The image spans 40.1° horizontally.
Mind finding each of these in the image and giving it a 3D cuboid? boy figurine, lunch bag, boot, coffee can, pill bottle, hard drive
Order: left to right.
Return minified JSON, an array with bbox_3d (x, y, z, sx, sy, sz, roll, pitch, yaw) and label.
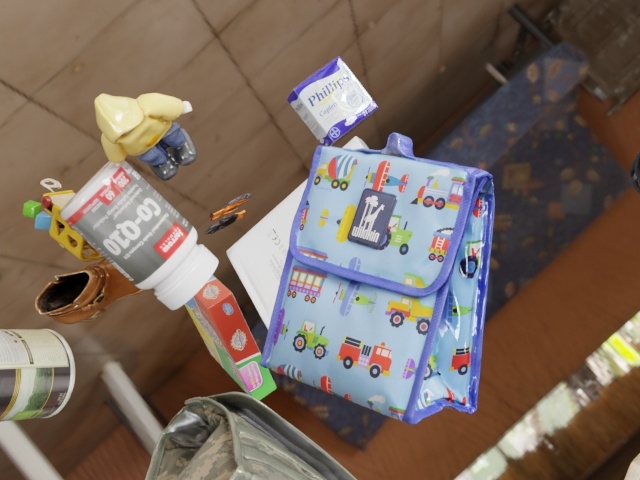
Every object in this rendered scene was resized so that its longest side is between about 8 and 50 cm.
[{"bbox_3d":[-0.691,0.285,1.852,0.201,0.201,0.275,-46,154,19],"label":"coffee can"},{"bbox_3d":[-0.441,0.064,1.783,0.283,0.109,0.220,-35,170,0],"label":"boot"},{"bbox_3d":[-0.340,-0.010,1.678,0.161,0.283,0.161,-41,-164,15],"label":"pill bottle"},{"bbox_3d":[-0.309,-0.196,1.558,0.177,0.092,0.285,-34,167,2],"label":"boy figurine"},{"bbox_3d":[-0.049,0.277,0.857,0.169,0.235,0.287,-47,-166,0],"label":"lunch bag"},{"bbox_3d":[0.000,0.000,1.671,0.353,0.233,0.047,-41,150,16],"label":"hard drive"},{"bbox_3d":[0.075,0.028,0.986,0.138,0.221,0.293,4,97,-49],"label":"lunch bag"}]

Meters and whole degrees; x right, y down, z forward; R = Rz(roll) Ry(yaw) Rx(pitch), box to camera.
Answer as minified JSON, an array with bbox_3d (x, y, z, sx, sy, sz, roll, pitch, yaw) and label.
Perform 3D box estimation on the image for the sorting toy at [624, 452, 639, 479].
[{"bbox_3d":[0.599,0.528,1.634,0.255,0.089,0.257,5,105,-61],"label":"sorting toy"}]

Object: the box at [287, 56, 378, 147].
[{"bbox_3d":[0.024,-0.283,1.805,0.126,0.137,0.072,-39,-179,-13],"label":"box"}]

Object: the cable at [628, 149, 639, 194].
[{"bbox_3d":[0.428,-0.077,0.988,0.150,0.184,0.047,-17,-130,49],"label":"cable"}]

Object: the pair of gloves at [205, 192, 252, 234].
[{"bbox_3d":[-0.137,-0.040,1.294,0.074,0.010,0.083,-30,166,-28],"label":"pair of gloves"}]

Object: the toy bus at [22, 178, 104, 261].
[{"bbox_3d":[-0.525,-0.033,1.862,0.202,0.191,0.104,-96,-160,-66],"label":"toy bus"}]

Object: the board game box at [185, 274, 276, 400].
[{"bbox_3d":[-0.234,0.199,2.044,0.064,0.242,0.316,-34,128,-17],"label":"board game box"}]
